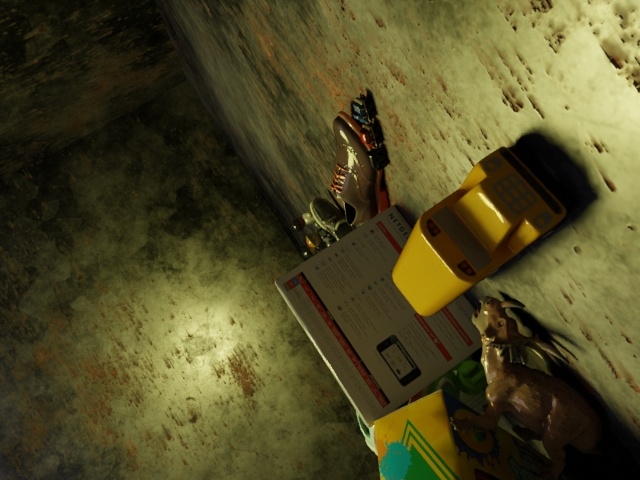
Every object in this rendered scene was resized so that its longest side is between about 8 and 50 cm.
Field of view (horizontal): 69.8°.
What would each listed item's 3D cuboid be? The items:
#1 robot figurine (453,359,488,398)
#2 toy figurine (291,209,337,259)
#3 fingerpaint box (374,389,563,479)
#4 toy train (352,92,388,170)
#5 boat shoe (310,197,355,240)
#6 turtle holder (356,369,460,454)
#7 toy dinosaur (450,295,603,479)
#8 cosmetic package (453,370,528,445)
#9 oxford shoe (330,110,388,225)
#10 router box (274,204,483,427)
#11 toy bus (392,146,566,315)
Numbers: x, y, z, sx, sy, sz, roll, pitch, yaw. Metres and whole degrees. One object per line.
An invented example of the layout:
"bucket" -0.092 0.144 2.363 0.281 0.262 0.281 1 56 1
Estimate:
"robot figurine" 0.349 0.319 1.063 0.101 0.067 0.115 43 166 29
"toy figurine" 0.000 0.000 1.609 0.213 0.148 0.209 48 167 50
"fingerpaint box" 0.307 0.518 0.765 0.445 0.163 0.371 38 -150 -29
"toy train" 0.087 -0.188 0.819 0.027 0.036 0.158 48 167 47
"boat shoe" 0.056 -0.047 1.386 0.223 0.080 0.073 51 165 5
"turtle holder" 0.182 0.397 1.041 0.243 0.320 0.227 21 -154 6
"toy dinosaur" 0.341 0.241 0.710 0.296 0.200 0.127 33 -157 9
"cosmetic package" 0.422 0.540 1.171 0.385 0.156 0.217 51 170 30
"oxford shoe" 0.065 -0.133 0.932 0.097 0.098 0.271 48 168 46
"router box" 0.122 0.145 0.934 0.335 0.301 0.082 56 171 16
"toy bus" 0.191 0.010 0.633 0.108 0.130 0.332 55 171 16
